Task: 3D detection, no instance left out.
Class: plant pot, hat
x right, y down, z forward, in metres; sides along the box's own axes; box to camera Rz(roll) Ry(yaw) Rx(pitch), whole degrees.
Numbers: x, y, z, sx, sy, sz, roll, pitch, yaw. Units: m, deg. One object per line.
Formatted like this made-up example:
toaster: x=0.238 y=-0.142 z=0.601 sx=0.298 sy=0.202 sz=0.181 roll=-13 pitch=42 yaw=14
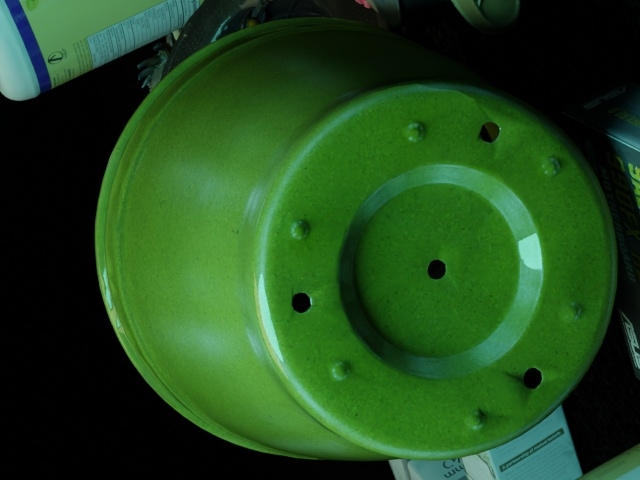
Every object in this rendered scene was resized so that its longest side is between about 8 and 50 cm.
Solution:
plant pot: x=0.035 y=0.011 z=1.093 sx=0.366 sy=0.366 sz=0.353 roll=65 pitch=170 yaw=-9
hat: x=-0.015 y=-0.141 z=1.501 sx=0.134 sy=0.331 sz=0.331 roll=20 pitch=-158 yaw=-42

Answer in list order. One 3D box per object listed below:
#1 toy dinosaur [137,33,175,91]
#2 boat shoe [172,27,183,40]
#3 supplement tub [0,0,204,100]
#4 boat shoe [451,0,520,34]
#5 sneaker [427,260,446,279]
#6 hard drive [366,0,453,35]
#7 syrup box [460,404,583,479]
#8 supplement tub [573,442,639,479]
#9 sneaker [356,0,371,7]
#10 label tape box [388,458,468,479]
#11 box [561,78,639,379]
toy dinosaur: x=-0.098 y=-0.161 z=1.686 sx=0.296 sy=0.127 sz=0.200 roll=-12 pitch=90 yaw=43
boat shoe: x=-0.103 y=-0.217 z=1.818 sx=0.073 sy=0.080 sz=0.223 roll=-45 pitch=67 yaw=35
supplement tub: x=-0.244 y=-0.323 z=1.667 sx=0.241 sy=0.331 sz=0.241 roll=58 pitch=167 yaw=21
boat shoe: x=0.111 y=-0.217 z=1.077 sx=0.048 sy=0.056 sz=0.153 roll=-136 pitch=29 yaw=-68
sneaker: x=0.126 y=0.082 z=1.626 sx=0.071 sy=0.066 sz=0.188 roll=46 pitch=159 yaw=57
hard drive: x=-0.007 y=-0.348 z=1.270 sx=0.339 sy=0.064 sz=0.237 roll=51 pitch=163 yaw=42
syrup box: x=0.177 y=0.159 z=1.504 sx=0.093 sy=0.096 sz=0.237 roll=40 pitch=154 yaw=57
supplement tub: x=0.244 y=0.233 z=1.137 sx=0.144 sy=0.200 sz=0.144 roll=59 pitch=168 yaw=21
sneaker: x=0.033 y=-0.248 z=1.363 sx=0.119 sy=0.057 sz=0.047 roll=28 pitch=142 yaw=25
label tape box: x=0.210 y=0.365 z=1.790 sx=0.334 sy=0.106 sz=0.240 roll=44 pitch=158 yaw=57
box: x=0.253 y=0.025 z=0.998 sx=0.183 sy=0.056 sz=0.231 roll=43 pitch=157 yaw=60
